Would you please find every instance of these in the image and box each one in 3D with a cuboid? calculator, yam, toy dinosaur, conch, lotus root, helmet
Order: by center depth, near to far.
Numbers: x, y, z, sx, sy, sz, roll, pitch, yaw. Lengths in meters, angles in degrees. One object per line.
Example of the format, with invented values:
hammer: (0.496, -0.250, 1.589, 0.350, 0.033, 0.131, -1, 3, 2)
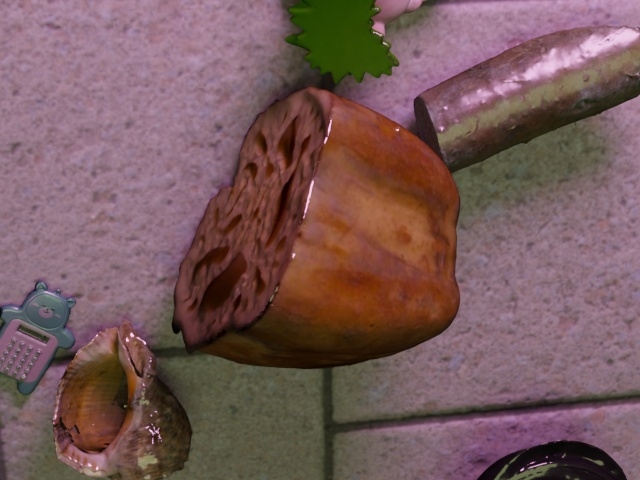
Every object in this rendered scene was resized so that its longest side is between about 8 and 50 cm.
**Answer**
toy dinosaur: (0.042, -0.268, 1.249, 0.194, 0.177, 0.152, -11, 124, 27)
lotus root: (0.000, 0.000, 1.310, 0.250, 0.316, 0.316, 18, 110, -31)
yam: (0.229, -0.162, 1.340, 0.259, 0.106, 0.106, -23, 116, 0)
conch: (-0.229, 0.198, 1.404, 0.155, 0.130, 0.207, -13, 101, -38)
calculator: (-0.332, 0.112, 1.409, 0.094, 0.019, 0.141, 28, 107, -17)
helmet: (0.274, 0.359, 1.549, 0.231, 0.160, 0.278, -5, 103, -6)
